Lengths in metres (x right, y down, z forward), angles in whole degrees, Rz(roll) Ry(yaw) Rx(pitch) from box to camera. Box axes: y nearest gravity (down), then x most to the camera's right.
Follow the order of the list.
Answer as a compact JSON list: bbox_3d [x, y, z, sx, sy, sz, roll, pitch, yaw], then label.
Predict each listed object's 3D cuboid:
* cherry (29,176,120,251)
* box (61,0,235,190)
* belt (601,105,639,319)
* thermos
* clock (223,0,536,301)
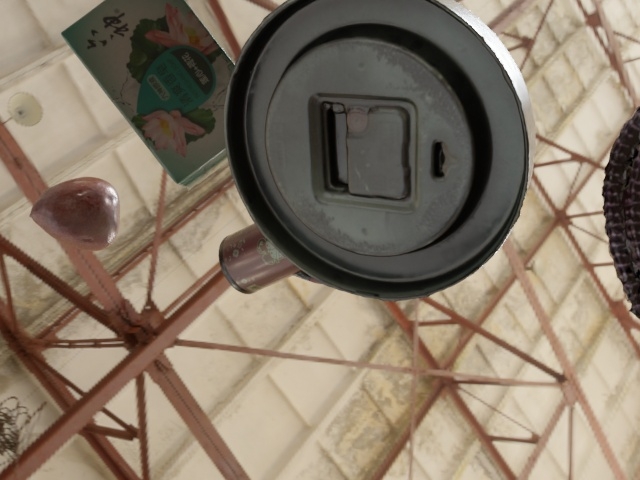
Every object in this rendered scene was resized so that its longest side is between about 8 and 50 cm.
[{"bbox_3d":[-0.330,-0.035,1.038,0.126,0.087,0.106,-23,-88,-62],"label":"cherry"},{"bbox_3d":[-0.193,-0.205,0.961,0.153,0.092,0.245,-39,-89,-2],"label":"box"},{"bbox_3d":[0.319,0.003,0.395,0.122,0.325,0.260,15,-79,-50],"label":"belt"},{"bbox_3d":[-0.005,-0.004,1.188,0.109,0.330,0.136,22,-129,-50],"label":"thermos"},{"bbox_3d":[0.050,-0.093,0.715,0.061,0.312,0.313,-41,-68,-55],"label":"clock"}]
